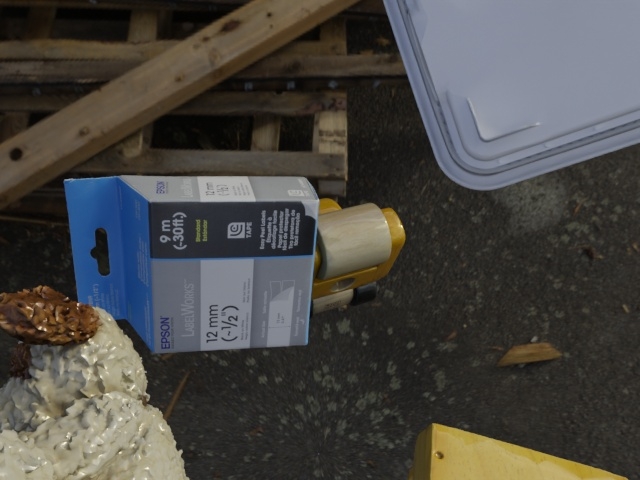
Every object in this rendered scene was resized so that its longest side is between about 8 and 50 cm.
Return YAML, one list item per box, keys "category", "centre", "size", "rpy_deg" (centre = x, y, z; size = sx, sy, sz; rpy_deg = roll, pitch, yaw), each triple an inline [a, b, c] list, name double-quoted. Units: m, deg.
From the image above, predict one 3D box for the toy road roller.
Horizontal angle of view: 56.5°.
- category: "toy road roller"
  centre: [0.000, 0.000, 1.183]
  size: [0.203, 0.329, 0.240]
  rpy_deg: [-14, 65, -20]

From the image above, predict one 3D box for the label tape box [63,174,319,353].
- category: "label tape box"
  centre: [-0.187, 0.037, 0.881]
  size: [0.348, 0.249, 0.115]
  rpy_deg: [-2, 26, -15]

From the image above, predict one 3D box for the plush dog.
- category: "plush dog"
  centre: [-0.183, 0.153, 0.462]
  size: [0.211, 0.262, 0.225]
  rpy_deg: [-6, 56, -27]

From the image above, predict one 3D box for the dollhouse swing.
- category: "dollhouse swing"
  centre: [0.316, 0.521, 1.052]
  size: [0.347, 0.304, 0.315]
  rpy_deg: [16, 39, 1]

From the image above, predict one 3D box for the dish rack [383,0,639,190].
- category: "dish rack"
  centre: [0.234, -0.218, 0.536]
  size: [0.333, 0.072, 0.285]
  rpy_deg: [-18, 91, 15]
